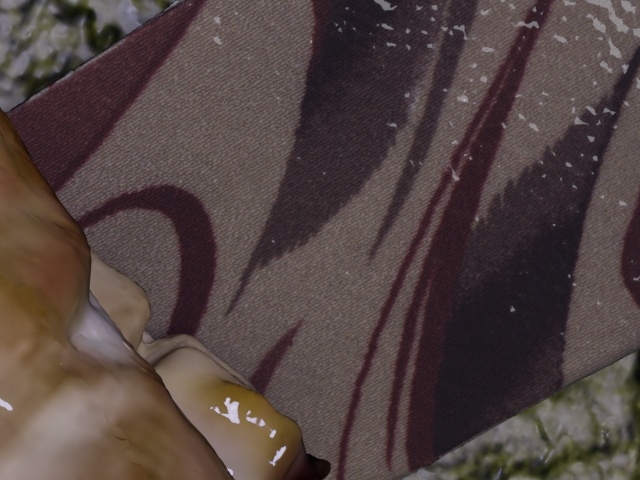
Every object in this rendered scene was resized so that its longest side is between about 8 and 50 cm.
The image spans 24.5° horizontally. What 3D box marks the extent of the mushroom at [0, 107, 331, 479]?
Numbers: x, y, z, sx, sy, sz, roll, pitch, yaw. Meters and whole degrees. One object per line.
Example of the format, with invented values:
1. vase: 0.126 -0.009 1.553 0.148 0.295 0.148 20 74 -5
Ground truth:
1. mushroom: -0.180 0.022 0.442 0.224 0.313 0.397 -36 100 2

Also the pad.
1. pad: 0.000 0.000 0.587 0.330 0.004 0.220 -31 104 11
